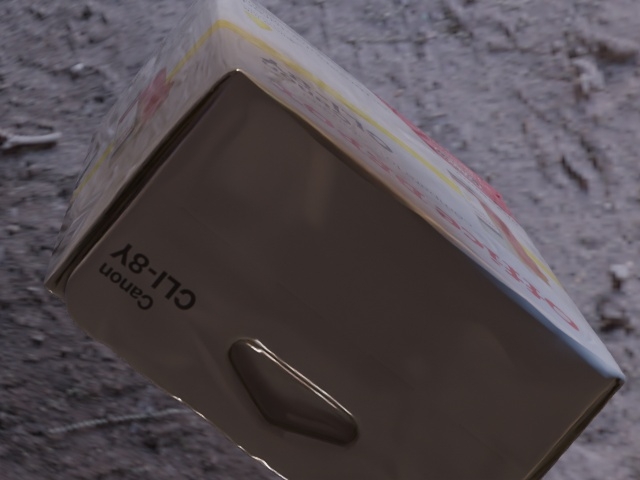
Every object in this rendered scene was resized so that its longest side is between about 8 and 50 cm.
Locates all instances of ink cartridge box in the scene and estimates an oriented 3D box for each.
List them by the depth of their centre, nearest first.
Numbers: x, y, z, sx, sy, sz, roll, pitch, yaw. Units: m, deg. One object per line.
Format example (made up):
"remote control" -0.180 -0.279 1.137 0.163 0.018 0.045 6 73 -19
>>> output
"ink cartridge box" 0.000 0.000 1.013 0.279 0.385 0.160 38 100 -13
